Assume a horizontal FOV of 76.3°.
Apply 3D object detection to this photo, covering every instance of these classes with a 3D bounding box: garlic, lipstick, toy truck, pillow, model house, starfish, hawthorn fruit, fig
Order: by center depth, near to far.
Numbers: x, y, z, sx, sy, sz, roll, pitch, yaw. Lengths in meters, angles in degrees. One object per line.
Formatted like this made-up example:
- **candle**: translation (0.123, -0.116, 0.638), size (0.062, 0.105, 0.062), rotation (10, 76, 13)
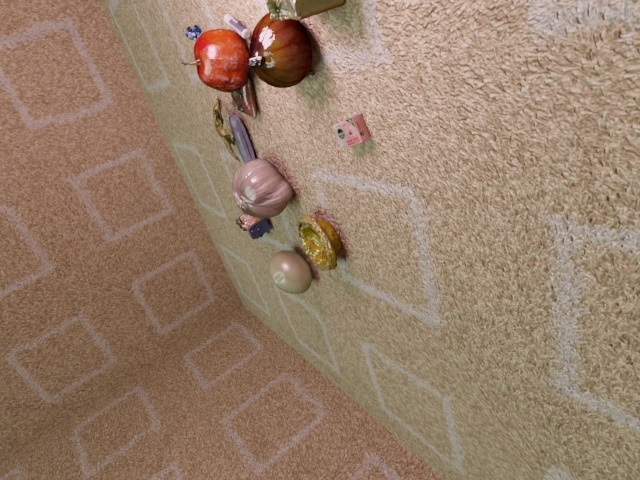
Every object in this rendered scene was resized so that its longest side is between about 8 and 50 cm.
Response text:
- **fig**: translation (-0.139, -0.615, 1.327), size (0.235, 0.214, 0.235), rotation (166, 90, -84)
- **lipstick**: translation (-0.325, -0.837, 1.593), size (0.141, 0.040, 0.040), rotation (47, 153, 24)
- **hawthorn fruit**: translation (-0.423, -0.717, 1.632), size (0.242, 0.271, 0.242), rotation (25, 122, 48)
- **pillow**: translation (-0.353, -0.647, 1.819), size (0.171, 0.075, 0.179), rotation (33, 144, 40)
- **toy truck**: translation (-0.583, -0.946, 1.900), size (0.056, 0.073, 0.090), rotation (-2, 116, 62)
- **garlic**: translation (-0.293, -0.242, 1.965), size (0.317, 0.259, 0.317), rotation (47, 158, 26)
- **starfish**: translation (-0.486, -0.554, 2.073), size (0.347, 0.078, 0.358), rotation (-136, 27, -65)
- **model house**: translation (-0.391, -0.083, 2.454), size (0.172, 0.166, 0.183), rotation (52, 166, 5)

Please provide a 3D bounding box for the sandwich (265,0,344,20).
- **sandwich**: translation (-0.083, -0.705, 1.111), size (0.227, 0.198, 0.155), rotation (34, 147, 41)

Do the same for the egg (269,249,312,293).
- **egg**: translation (-0.167, 0.177, 2.262), size (0.269, 0.219, 0.219), rotation (47, 153, 19)

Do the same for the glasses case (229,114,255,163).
- **glasses case**: translation (-0.394, -0.500, 2.073), size (0.109, 0.067, 0.283), rotation (33, 147, 54)

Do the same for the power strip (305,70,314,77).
- **power strip**: translation (-0.052, -0.573, 1.409), size (0.083, 0.027, 0.017), rotation (25, 139, 50)

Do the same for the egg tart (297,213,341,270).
- **egg tart**: translation (0.000, 0.000, 1.871), size (0.288, 0.118, 0.288), rotation (44, 154, 29)

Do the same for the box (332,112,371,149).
- **box**: translation (0.102, -0.360, 1.353), size (0.125, 0.043, 0.089), rotation (-2, 117, 62)
